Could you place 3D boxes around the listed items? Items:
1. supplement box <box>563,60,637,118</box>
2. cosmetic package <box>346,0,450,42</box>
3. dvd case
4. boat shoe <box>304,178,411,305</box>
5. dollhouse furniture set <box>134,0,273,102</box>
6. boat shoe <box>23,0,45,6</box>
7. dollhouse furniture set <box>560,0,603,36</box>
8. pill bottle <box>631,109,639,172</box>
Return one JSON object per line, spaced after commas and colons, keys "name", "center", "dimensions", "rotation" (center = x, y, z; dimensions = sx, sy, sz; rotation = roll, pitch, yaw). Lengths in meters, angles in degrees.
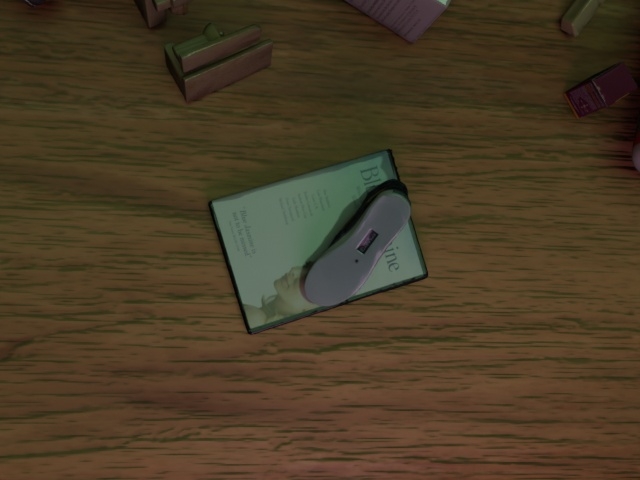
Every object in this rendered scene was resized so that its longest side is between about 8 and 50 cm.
{"name": "supplement box", "center": [0.379, -0.204, 1.070], "dimensions": [0.055, 0.083, 0.043], "rotation": [-31, 92, -9]}
{"name": "cosmetic package", "center": [0.028, -0.440, 0.985], "dimensions": [0.365, 0.155, 0.197], "rotation": [31, 82, -6]}
{"name": "dvd case", "center": [0.000, 0.000, 1.027], "dimensions": [0.253, 0.022, 0.180], "rotation": [-17, 90, -10]}
{"name": "boat shoe", "center": [0.051, 0.003, 0.997], "dimensions": [0.065, 0.083, 0.183], "rotation": [39, 109, -6]}
{"name": "dollhouse furniture set", "center": [-0.147, -0.287, 0.968], "dimensions": [0.123, 0.144, 0.151], "rotation": [-27, 78, -14]}
{"name": "boat shoe", "center": [-0.437, -0.377, 0.935], "dimensions": [0.092, 0.103, 0.285], "rotation": [-43, 95, 4]}
{"name": "dollhouse furniture set", "center": [0.381, -0.342, 1.115], "dimensions": [0.081, 0.091, 0.114], "rotation": [20, 111, -47]}
{"name": "pill bottle", "center": [0.550, -0.256, 1.038], "dimensions": [0.210, 0.210, 0.363], "rotation": [13, 85, -9]}
